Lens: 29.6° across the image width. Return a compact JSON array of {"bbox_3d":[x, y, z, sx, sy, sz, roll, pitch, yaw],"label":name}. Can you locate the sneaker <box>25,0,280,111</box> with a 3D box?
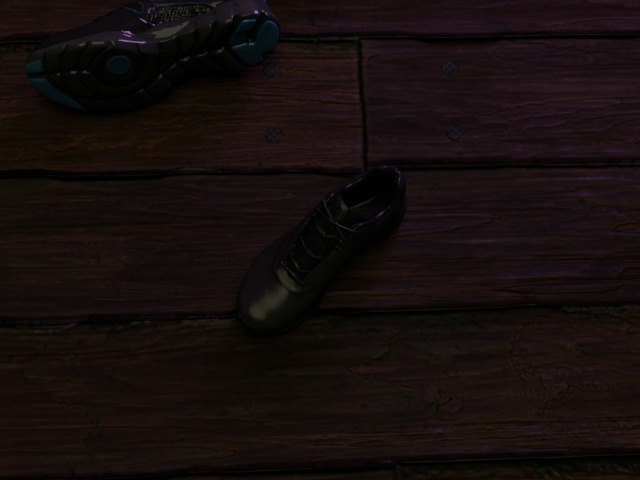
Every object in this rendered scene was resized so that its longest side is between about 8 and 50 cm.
[{"bbox_3d":[-0.231,-0.273,1.641,0.341,0.125,0.139,-14,51,-10],"label":"sneaker"}]

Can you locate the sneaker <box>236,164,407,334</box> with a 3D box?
[{"bbox_3d":[0.000,0.000,1.539,0.109,0.130,0.286,41,75,8],"label":"sneaker"}]
